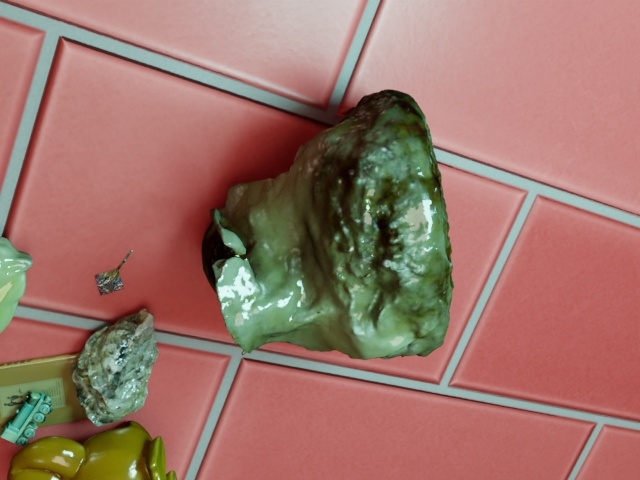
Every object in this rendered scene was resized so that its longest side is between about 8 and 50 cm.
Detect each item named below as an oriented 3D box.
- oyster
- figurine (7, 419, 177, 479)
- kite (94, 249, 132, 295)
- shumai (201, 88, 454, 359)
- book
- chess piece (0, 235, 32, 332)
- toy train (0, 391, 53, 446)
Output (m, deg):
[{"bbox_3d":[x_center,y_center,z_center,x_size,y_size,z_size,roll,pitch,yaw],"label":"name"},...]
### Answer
[{"bbox_3d":[-0.300,0.191,1.225,0.125,0.064,0.177,-12,115,-35],"label":"oyster"},{"bbox_3d":[-0.336,0.362,1.224,0.228,0.215,0.215,-25,119,-21],"label":"figurine"},{"bbox_3d":[-0.295,0.051,1.204,0.078,0.002,0.044,-35,120,-3],"label":"kite"},{"bbox_3d":[0.000,0.000,1.146,0.348,0.395,0.395,-9,117,6],"label":"shumai"},{"bbox_3d":[-0.422,0.228,1.228,0.172,0.012,0.118,-6,114,-18],"label":"book"},{"bbox_3d":[-0.502,0.124,1.090,0.175,0.176,0.298,17,92,-26],"label":"chess piece"},{"bbox_3d":[-0.431,0.261,1.217,0.045,0.029,0.092,32,100,-20],"label":"toy train"}]
